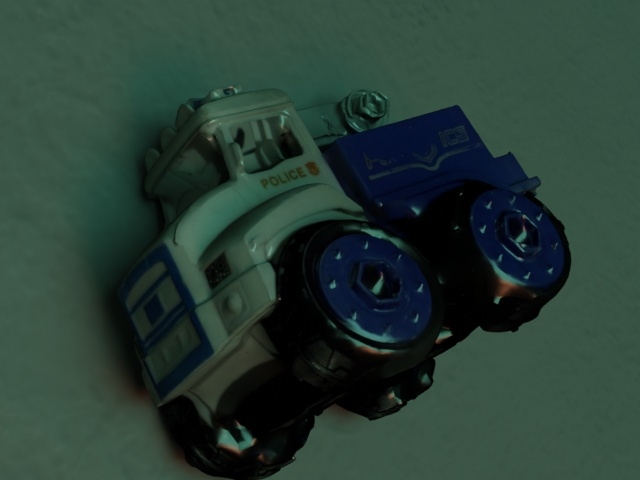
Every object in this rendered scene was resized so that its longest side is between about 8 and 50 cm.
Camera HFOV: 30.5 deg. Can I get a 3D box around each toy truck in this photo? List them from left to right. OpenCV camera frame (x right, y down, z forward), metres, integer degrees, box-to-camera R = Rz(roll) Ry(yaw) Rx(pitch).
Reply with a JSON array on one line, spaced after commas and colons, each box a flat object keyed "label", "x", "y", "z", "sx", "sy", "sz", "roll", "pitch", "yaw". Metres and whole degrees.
[{"label": "toy truck", "x": 0.000, "y": 0.000, "z": 0.579, "sx": 0.213, "sy": 0.161, "sz": 0.177, "roll": -18, "pitch": 74, "yaw": -40}]
